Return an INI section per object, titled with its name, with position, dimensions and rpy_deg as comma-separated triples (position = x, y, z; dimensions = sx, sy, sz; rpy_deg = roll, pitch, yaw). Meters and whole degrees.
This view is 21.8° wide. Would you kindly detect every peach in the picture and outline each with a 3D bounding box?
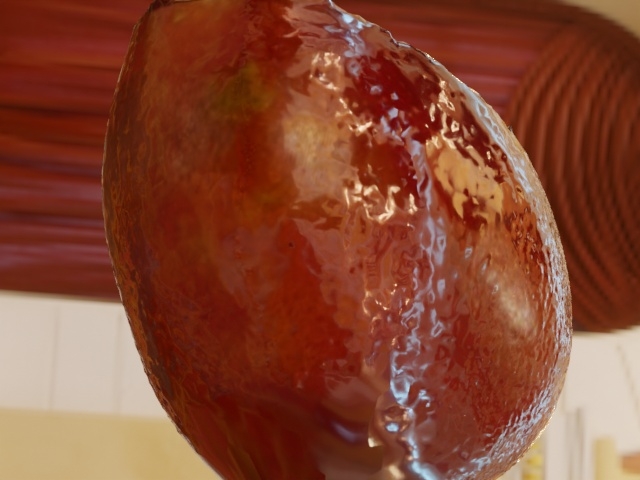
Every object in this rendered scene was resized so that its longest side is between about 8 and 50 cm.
[peach]
position = 0.000, 0.000, 0.989
dimensions = 0.281, 0.281, 0.338
rpy_deg = -142, -150, -79
